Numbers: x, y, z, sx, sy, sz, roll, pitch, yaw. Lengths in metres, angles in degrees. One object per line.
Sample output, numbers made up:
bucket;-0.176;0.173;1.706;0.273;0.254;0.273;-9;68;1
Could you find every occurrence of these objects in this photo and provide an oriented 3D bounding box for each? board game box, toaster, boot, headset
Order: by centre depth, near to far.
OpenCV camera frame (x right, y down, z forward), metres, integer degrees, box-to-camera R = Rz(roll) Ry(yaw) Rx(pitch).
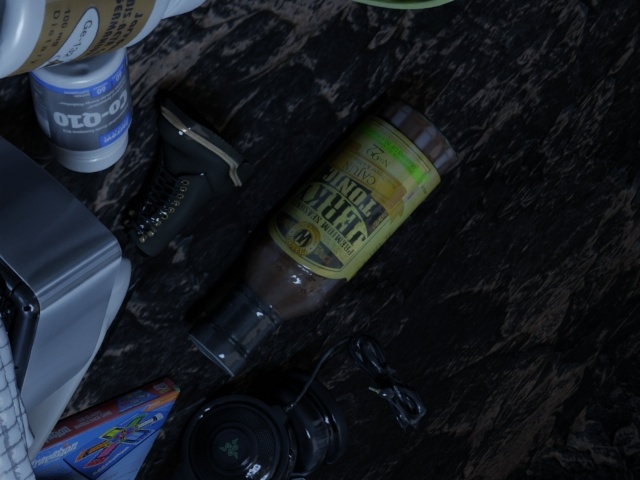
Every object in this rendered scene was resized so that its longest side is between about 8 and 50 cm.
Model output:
toaster;-0.256;0.022;1.492;0.110;0.168;0.186;-36;158;-40
boot;-0.137;-0.048;1.762;0.137;0.077;0.198;-44;159;0
board game box;-0.269;0.240;2.059;0.281;0.027;0.145;-20;145;-54
headset;-0.044;0.256;2.339;0.394;0.185;0.243;-48;164;30

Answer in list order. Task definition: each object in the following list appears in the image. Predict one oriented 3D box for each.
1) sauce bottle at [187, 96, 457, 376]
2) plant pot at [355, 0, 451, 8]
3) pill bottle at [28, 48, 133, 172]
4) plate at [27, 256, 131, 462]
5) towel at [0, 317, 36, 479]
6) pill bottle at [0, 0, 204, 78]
sauce bottle;0.000;0.000;2.078;0.344;0.111;0.111;-49;160;-9
plant pot;0.062;-0.365;1.385;0.293;0.274;0.275;-59;165;-23
pill bottle;-0.187;-0.116;1.516;0.078;0.078;0.137;-42;159;-22
plate;-0.304;0.140;1.749;0.278;0.045;0.277;-2;129;-58
towel;-0.330;0.127;1.354;0.235;0.121;0.284;-36;132;-31
pill bottle;-0.175;-0.189;1.330;0.229;0.131;0.131;-23;147;-52
